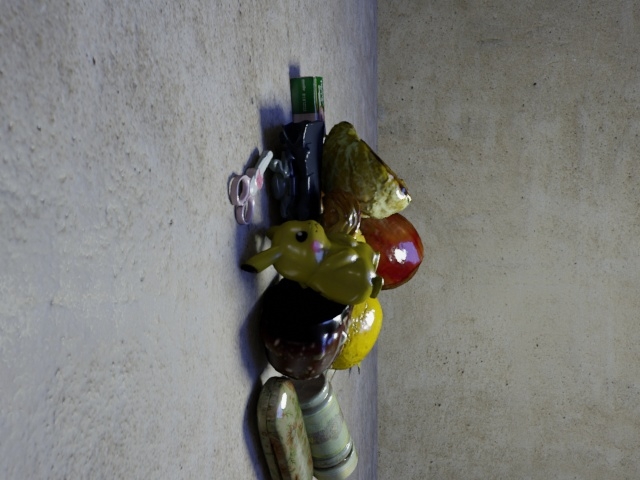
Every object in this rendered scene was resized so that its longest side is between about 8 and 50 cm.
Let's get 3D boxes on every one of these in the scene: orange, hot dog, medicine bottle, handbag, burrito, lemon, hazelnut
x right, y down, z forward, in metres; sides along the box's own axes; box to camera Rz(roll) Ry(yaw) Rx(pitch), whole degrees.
[{"bbox_3d":[0.101,-0.198,1.764,0.271,0.210,0.368,60,-1,-42],"label":"orange"},{"bbox_3d":[0.043,-0.034,1.592,0.272,0.122,0.196,90,11,-78],"label":"hot dog"},{"bbox_3d":[-0.004,0.533,1.661,0.151,0.151,0.322,-70,147,-56],"label":"medicine bottle"},{"bbox_3d":[-0.063,-0.165,1.587,0.269,0.119,0.325,-54,145,-74],"label":"handbag"},{"bbox_3d":[0.025,0.494,2.111,0.058,0.045,0.188,59,24,-14],"label":"burrito"},{"bbox_3d":[0.064,0.254,1.779,0.310,0.258,0.258,-48,146,-25],"label":"lemon"},{"bbox_3d":[0.234,0.020,2.425,0.421,0.353,0.421,45,21,-23],"label":"hazelnut"}]

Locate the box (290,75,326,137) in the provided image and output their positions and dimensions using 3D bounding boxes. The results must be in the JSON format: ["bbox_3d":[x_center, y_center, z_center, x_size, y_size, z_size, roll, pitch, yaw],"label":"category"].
[{"bbox_3d":[-0.036,-0.412,1.803,0.135,0.081,0.199,-51,141,-70],"label":"box"}]

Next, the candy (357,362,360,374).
[{"bbox_3d":[0.172,0.446,2.669,0.187,0.081,0.297,-67,154,-64],"label":"candy"}]

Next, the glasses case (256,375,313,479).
[{"bbox_3d":[-0.088,0.530,1.491,0.156,0.098,0.425,-73,159,-53],"label":"glasses case"}]

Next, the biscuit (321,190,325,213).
[{"bbox_3d":[-0.010,-0.202,1.936,0.432,0.064,0.282,-52,140,-64],"label":"biscuit"}]

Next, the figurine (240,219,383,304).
[{"bbox_3d":[-0.008,0.043,1.406,0.169,0.327,0.218,-57,-167,23],"label":"figurine"}]

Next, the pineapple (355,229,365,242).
[{"bbox_3d":[0.006,-0.002,1.870,0.164,0.250,0.139,147,-74,-70],"label":"pineapple"}]

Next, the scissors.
[{"bbox_3d":[-0.158,-0.142,1.361,0.242,0.031,0.118,-72,159,-49],"label":"scissors"}]

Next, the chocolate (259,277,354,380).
[{"bbox_3d":[-0.033,0.232,1.500,0.340,0.225,0.210,-60,155,-66],"label":"chocolate"}]
